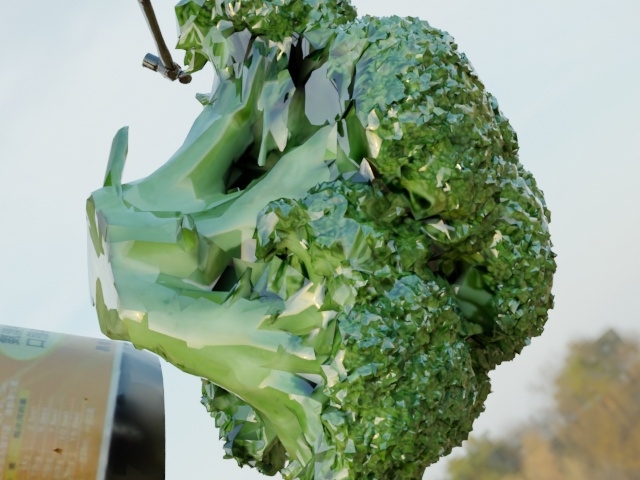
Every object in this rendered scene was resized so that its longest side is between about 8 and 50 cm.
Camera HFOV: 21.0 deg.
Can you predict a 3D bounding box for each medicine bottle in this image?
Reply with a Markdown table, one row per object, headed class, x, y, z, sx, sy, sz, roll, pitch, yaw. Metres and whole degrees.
| class | x | y | z | sx | sy | sz | roll | pitch | yaw |
| --- | --- | --- | --- | --- | --- | --- | --- | --- | --- |
| medicine bottle | -0.325 | 0.177 | 1.382 | 0.395 | 0.242 | 0.242 | 7 | -25 | -10 |

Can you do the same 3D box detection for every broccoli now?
| class | x | y | z | sx | sy | sz | roll | pitch | yaw |
| --- | --- | --- | --- | --- | --- | --- | --- | --- | --- |
| broccoli | -0.003 | 0.004 | 1.160 | 0.310 | 0.413 | 0.321 | -20 | -26 | 9 |

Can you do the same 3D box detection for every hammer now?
| class | x | y | z | sx | sy | sz | roll | pitch | yaw |
| --- | --- | --- | --- | --- | --- | --- | --- | --- | --- |
| hammer | -0.192 | -0.238 | 1.988 | 0.021 | 0.065 | 0.178 | -59 | -20 | -19 |
